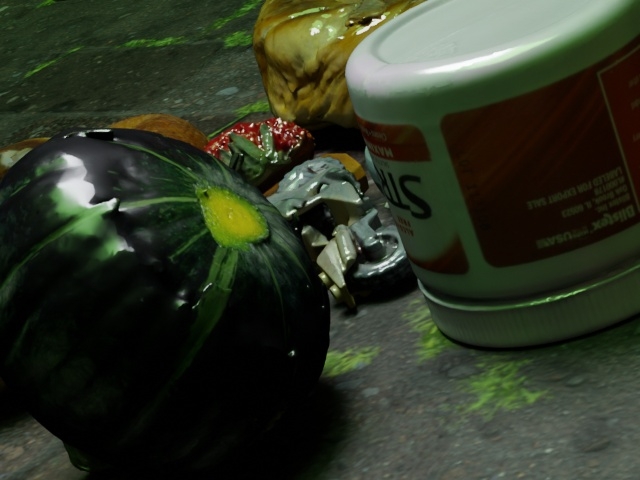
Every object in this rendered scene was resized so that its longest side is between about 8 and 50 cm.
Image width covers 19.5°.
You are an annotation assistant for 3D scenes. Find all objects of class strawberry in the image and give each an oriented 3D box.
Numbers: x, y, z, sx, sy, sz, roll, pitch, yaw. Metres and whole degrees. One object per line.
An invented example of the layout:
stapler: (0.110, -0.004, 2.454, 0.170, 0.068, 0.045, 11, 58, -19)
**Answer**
strawberry: (-0.073, -0.077, 1.892, 0.192, 0.085, 0.140, -41, -12, -43)

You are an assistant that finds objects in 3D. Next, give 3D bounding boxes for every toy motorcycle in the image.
toy motorcycle: (0.000, 0.000, 1.711, 0.130, 0.094, 0.229, -29, 33, -9)

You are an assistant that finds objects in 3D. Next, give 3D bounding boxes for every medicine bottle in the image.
medicine bottle: (0.170, -0.076, 1.496, 0.252, 0.241, 0.252, -19, 19, 7)

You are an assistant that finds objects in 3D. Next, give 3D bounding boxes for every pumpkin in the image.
pumpkin: (-0.148, 0.059, 1.451, 0.296, 0.296, 0.296, -19, 20, 7)

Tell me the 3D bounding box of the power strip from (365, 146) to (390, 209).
power strip: (0.123, -0.095, 1.804, 0.167, 0.054, 0.253, -19, 21, 27)

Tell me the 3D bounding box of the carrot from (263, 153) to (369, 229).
carrot: (-0.084, 0.011, 1.804, 0.314, 0.066, 0.066, -35, 23, -25)

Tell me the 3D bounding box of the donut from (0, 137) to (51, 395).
donut: (-0.316, 0.040, 1.783, 0.330, 0.160, 0.330, -20, 37, 16)

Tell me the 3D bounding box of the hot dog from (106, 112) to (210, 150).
hot dog: (-0.200, -0.062, 2.018, 0.196, 0.122, 0.272, -21, 11, 1)

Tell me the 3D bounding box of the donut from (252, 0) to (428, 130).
donut: (0.093, -0.240, 2.124, 0.360, 0.170, 0.360, -14, 23, 6)
